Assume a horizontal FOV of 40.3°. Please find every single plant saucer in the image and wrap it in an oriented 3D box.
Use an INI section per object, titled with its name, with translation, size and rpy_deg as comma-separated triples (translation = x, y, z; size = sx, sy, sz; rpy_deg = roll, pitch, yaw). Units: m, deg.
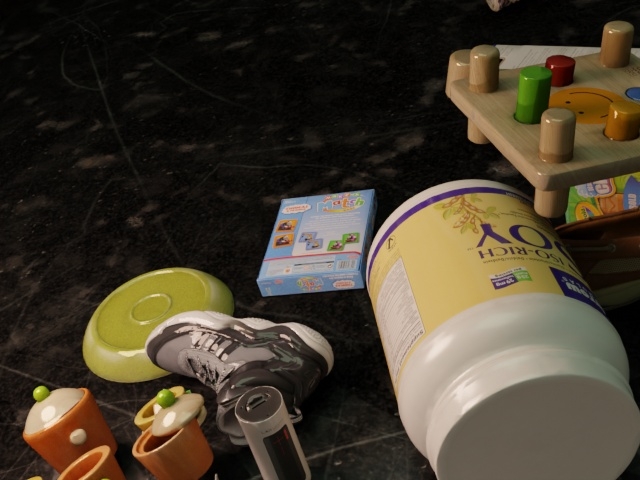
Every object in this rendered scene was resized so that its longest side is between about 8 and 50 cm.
[plant saucer]
translation = -0.250, 0.114, 1.314
size = 0.241, 0.037, 0.241
rpy_deg = -11, 36, 8

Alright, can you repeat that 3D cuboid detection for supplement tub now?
[supplement tub]
translation = 0.190, 0.109, 0.964
size = 0.241, 0.241, 0.331
rpy_deg = -15, 35, 2

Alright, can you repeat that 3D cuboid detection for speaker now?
[speaker]
translation = -0.053, 0.230, 0.988
size = 0.055, 0.136, 0.055
rpy_deg = -11, 35, 8

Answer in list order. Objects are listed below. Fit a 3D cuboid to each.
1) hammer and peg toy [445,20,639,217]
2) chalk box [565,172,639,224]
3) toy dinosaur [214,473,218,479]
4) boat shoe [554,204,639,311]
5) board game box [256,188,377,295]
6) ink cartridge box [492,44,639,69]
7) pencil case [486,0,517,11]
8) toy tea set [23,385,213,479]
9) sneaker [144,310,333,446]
[hammer and peg toy]
translation = 0.306, -0.184, 1.073
size = 0.265, 0.127, 0.361
rpy_deg = -12, 36, -10
[chalk box]
translation = 0.441, -0.117, 1.226
size = 0.289, 0.179, 0.180
rpy_deg = 8, 43, 32
[toy dinosaur]
translation = -0.212, 0.384, 0.891
size = 0.313, 0.121, 0.160
rpy_deg = -29, 25, -10
[boat shoe]
translation = 0.431, -0.010, 1.064
size = 0.324, 0.120, 0.122
rpy_deg = -21, 17, 19
[board game box]
translation = 0.000, 0.000, 1.364
size = 0.160, 0.039, 0.211
rpy_deg = -6, 37, 15
[ink cartridge box]
translation = 0.421, -0.250, 1.404
size = 0.371, 0.069, 0.176
rpy_deg = 12, 43, 31
[pencil case]
translation = 0.529, -0.622, 1.891
size = 0.410, 0.160, 0.183
rpy_deg = -15, 21, 2
[toy tea set]
translation = -0.255, 0.221, 1.004
size = 0.336, 0.124, 0.200
rpy_deg = -24, 17, 26
[sneaker]
translation = -0.127, 0.175, 1.120
size = 0.268, 0.101, 0.153
rpy_deg = 1, 36, 20
